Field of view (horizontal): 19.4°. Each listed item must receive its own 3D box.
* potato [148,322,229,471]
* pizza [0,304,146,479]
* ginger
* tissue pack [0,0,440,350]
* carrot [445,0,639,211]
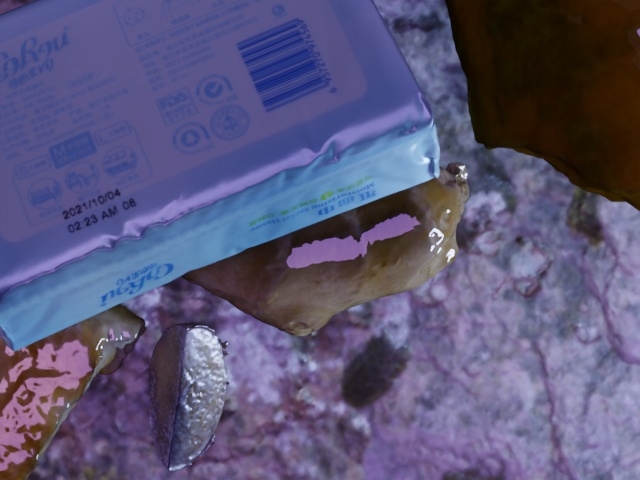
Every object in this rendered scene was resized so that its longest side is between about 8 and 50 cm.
[{"bbox_3d":[-0.080,0.085,1.103,0.037,0.036,0.093,-9,115,-40],"label":"potato"},{"bbox_3d":[-0.277,0.094,1.064,0.365,0.074,0.182,-14,91,-7],"label":"pizza"},{"bbox_3d":[0.000,-0.001,1.085,0.190,0.069,0.095,-15,62,-3],"label":"ginger"},{"bbox_3d":[-0.087,-0.068,1.041,0.263,0.089,0.177,-24,62,-2],"label":"tissue pack"},{"bbox_3d":[0.180,-0.173,1.006,0.241,0.241,0.340,-13,91,-4],"label":"carrot"}]
